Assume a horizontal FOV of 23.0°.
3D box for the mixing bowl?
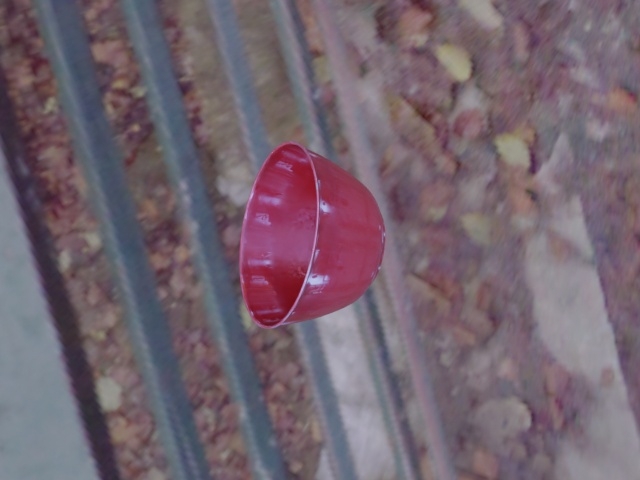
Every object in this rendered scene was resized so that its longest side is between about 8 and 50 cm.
[{"bbox_3d":[0.000,0.000,1.533,0.098,0.181,0.181,8,109,-26],"label":"mixing bowl"}]
